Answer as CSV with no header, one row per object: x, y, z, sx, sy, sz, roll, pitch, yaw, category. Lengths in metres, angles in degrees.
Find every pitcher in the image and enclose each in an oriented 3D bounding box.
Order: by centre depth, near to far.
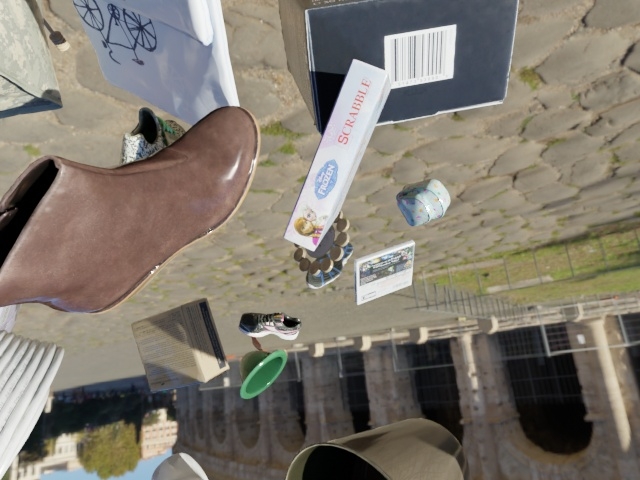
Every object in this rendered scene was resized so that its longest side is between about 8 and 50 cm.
-0.193,0.456,0.758,0.125,0.177,0.207,-42,-167,-16,pitcher

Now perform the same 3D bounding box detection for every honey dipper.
-0.628,-0.501,1.077,0.031,0.030,0.160,-7,155,3,honey dipper

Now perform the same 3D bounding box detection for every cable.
-0.376,0.216,0.496,0.089,0.257,0.257,34,146,-22,cable

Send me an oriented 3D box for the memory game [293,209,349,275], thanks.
0.000,0.000,1.200,0.186,0.186,0.012,-18,149,37,memory game

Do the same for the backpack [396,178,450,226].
0.410,-0.151,1.888,0.188,0.165,0.144,-17,-158,41,backpack

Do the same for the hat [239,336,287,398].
-0.216,0.334,1.380,0.173,0.184,0.208,-42,154,-19,hat

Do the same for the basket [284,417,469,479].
0.089,0.307,0.572,0.154,0.204,0.227,-41,159,21,basket

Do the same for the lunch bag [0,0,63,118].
-0.512,-0.314,0.655,0.169,0.235,0.287,-11,-178,-5,lunch bag

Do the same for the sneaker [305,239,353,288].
0.024,0.078,1.321,0.211,0.080,0.081,-41,162,-48,sneaker

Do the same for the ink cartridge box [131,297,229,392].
-0.359,0.267,1.204,0.235,0.193,0.088,-20,177,35,ink cartridge box

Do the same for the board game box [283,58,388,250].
0.044,-0.170,0.925,0.066,0.318,0.318,24,-164,3,board game box

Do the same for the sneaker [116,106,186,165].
-0.446,-0.281,1.303,0.158,0.410,0.182,7,122,-7,sneaker

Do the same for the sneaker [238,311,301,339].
-0.133,0.220,1.304,0.178,0.072,0.077,9,140,-24,sneaker

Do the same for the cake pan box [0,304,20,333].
-0.727,0.221,1.028,0.070,0.245,0.267,17,-179,-23,cake pan box

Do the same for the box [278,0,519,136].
0.164,-0.535,1.234,0.480,0.471,0.297,-12,127,-6,box

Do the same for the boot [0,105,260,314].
-0.151,-0.038,0.403,0.090,0.248,0.207,37,178,7,boot

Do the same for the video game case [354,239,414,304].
0.187,0.094,1.398,0.191,0.022,0.173,-18,132,-16,video game case

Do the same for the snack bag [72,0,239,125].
-0.234,-0.285,0.572,0.323,0.037,0.342,30,149,23,snack bag
